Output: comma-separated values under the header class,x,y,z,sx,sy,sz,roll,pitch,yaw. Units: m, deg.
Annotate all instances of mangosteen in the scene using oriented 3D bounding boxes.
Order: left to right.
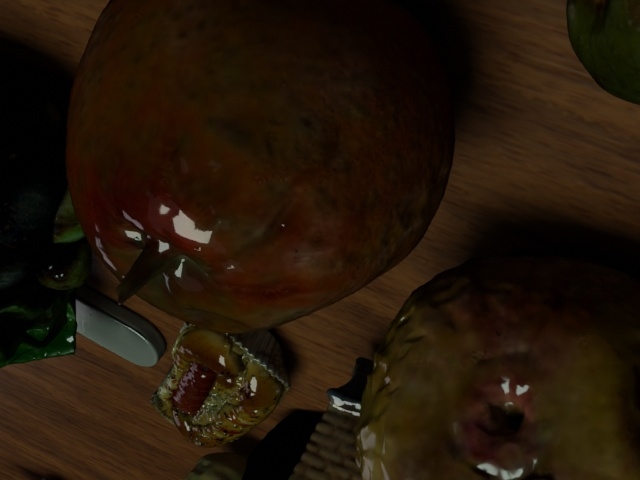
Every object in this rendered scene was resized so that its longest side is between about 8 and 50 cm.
class,x,y,z,sx,sy,sz,roll,pitch,yaw
mangosteen,-0.303,-0.048,1.271,0.243,0.243,0.243,22,144,17

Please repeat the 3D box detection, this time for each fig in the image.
class,x,y,z,sx,sy,sz,roll,pitch,yaw
fig,0.183,0.161,1.141,0.286,0.286,0.369,23,175,16
fig,0.239,-0.143,0.800,0.133,0.185,0.126,129,124,-69

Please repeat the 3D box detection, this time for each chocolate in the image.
class,x,y,z,sx,sy,sz,roll,pitch,yaw
chocolate,0.003,0.280,1.485,0.156,0.156,0.133,1,152,39

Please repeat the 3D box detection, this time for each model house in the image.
class,x,y,z,sx,sy,sz,roll,pitch,yaw
model house,0.078,0.211,1.304,0.166,0.172,0.183,17,156,15

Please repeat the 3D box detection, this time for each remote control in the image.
class,x,y,z,sx,sy,sz,roll,pitch,yaw
remote control,-0.282,0.070,1.549,0.245,0.022,0.077,28,143,11

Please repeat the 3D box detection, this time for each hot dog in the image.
class,x,y,z,sx,sy,sz,roll,pitch,yaw
hot dog,-0.111,0.154,1.465,0.131,0.069,0.252,35,147,-2

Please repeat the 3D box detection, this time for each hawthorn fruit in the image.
class,x,y,z,sx,sy,sz,roll,pitch,yaw
hawthorn fruit,-0.058,-0.049,0.965,0.277,0.298,0.277,18,139,17

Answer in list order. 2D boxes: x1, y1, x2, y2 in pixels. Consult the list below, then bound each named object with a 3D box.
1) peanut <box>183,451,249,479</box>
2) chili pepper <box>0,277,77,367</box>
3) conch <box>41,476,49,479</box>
class,x,y,z,sx,sy,sz,roll,pitch,yaw
peanut,-0.047,0.358,1.612,0.290,0.130,0.130,43,145,-12
chili pepper,-0.405,0.098,1.360,0.213,0.385,0.167,44,131,51
conch,-0.379,0.424,1.990,0.234,0.114,0.137,37,160,-13
